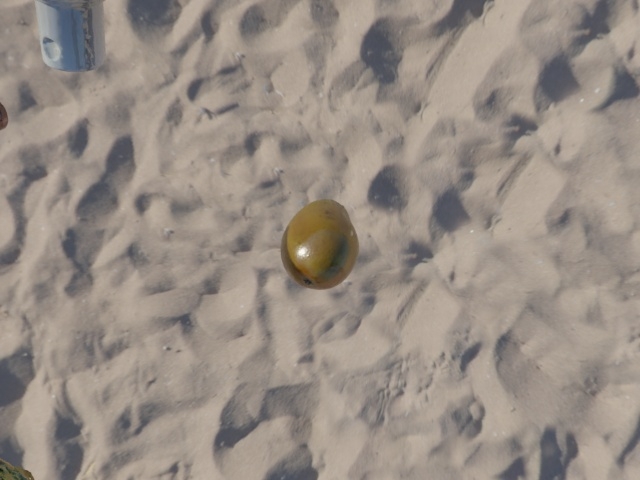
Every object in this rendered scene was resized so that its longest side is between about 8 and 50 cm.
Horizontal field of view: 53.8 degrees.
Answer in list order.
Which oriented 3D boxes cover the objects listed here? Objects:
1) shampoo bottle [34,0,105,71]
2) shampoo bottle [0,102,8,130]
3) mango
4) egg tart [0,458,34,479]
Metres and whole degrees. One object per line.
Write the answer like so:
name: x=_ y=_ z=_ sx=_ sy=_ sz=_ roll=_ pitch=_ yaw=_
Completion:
shampoo bottle: x=-0.098 y=-0.207 z=0.218 sx=0.092 sy=0.092 sz=0.303 roll=18 pitch=128 yaw=8
shampoo bottle: x=-0.619 y=-0.169 z=0.992 sx=0.064 sy=0.260 sz=0.102 roll=31 pitch=125 yaw=12
mango: x=-0.005 y=0.004 z=1.199 sx=0.152 sy=0.221 sz=0.120 roll=-31 pitch=122 yaw=8
egg tart: x=-0.623 y=0.541 z=1.065 sx=0.346 sy=0.132 sz=0.345 roll=2 pitch=82 yaw=-15
